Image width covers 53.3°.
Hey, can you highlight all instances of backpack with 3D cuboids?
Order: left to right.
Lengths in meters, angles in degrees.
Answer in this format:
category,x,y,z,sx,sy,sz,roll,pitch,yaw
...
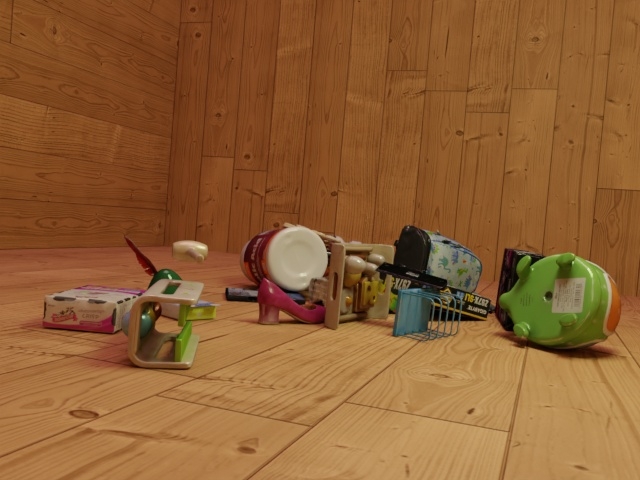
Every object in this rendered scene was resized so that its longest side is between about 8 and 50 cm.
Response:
category,x,y,z,sx,sy,sz,roll,pitch,yaw
backpack,0.476,0.112,2.577,0.273,0.290,0.355,18,3,40

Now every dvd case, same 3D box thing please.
category,x,y,z,sx,sy,sz,roll,pitch,yaw
dvd case,-0.184,0.183,2.096,0.252,0.022,0.180,5,2,-10

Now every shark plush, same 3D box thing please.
category,x,y,z,sx,sy,sz,roll,pitch,yaw
shark plush,0.570,0.241,2.219,0.161,0.073,0.067,26,12,-26

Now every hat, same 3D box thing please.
category,x,y,z,sx,sy,sz,roll,pitch,yaw
hat,-0.442,0.088,1.852,0.172,0.184,0.208,6,2,19

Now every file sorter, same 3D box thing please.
category,x,y,z,sx,sy,sz,roll,pitch,yaw
file sorter,0.277,0.191,1.635,0.104,0.118,0.170,11,5,37

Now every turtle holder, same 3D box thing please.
category,x,y,z,sx,sy,sz,roll,pitch,yaw
turtle holder,0.615,0.182,1.645,0.227,0.243,0.320,20,-46,-29

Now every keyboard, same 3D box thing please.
category,x,y,z,sx,sy,sz,roll,pitch,yaw
keyboard,0.249,0.104,1.726,0.192,0.038,0.100,17,20,23

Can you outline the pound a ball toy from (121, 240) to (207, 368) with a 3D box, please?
category,x,y,z,sx,sy,sz,roll,pitch,yaw
pound a ball toy,-0.300,0.109,1.244,0.135,0.208,0.319,5,3,-8

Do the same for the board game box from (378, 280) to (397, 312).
category,x,y,z,sx,sy,sz,roll,pitch,yaw
board game box,0.170,0.162,1.979,0.092,0.043,0.181,16,-19,42

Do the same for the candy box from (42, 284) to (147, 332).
category,x,y,z,sx,sy,sz,roll,pitch,yaw
candy box,-0.505,0.153,1.460,0.159,0.071,0.233,5,1,2

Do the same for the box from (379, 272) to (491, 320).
category,x,y,z,sx,sy,sz,roll,pitch,yaw
box,0.345,0.176,2.079,0.257,0.079,0.322,20,-7,-35

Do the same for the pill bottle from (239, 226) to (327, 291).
category,x,y,z,sx,sy,sz,roll,pitch,yaw
pill bottle,-0.150,0.069,2.323,0.224,0.224,0.392,4,-4,-24

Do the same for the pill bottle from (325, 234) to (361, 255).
category,x,y,z,sx,sy,sz,roll,pitch,yaw
pill bottle,-0.004,0.077,2.875,0.362,0.210,0.210,5,2,-6

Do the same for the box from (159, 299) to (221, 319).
category,x,y,z,sx,sy,sz,roll,pitch,yaw
box,-0.353,0.173,1.649,0.178,0.043,0.109,7,4,43

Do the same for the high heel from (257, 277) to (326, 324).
category,x,y,z,sx,sy,sz,roll,pitch,yaw
high heel,-0.064,0.158,1.694,0.244,0.117,0.082,3,2,-36

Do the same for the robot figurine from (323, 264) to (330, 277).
category,x,y,z,sx,sy,sz,roll,pitch,yaw
robot figurine,0.101,0.148,2.315,0.219,0.128,0.158,7,9,39

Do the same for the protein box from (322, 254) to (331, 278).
category,x,y,z,sx,sy,sz,roll,pitch,yaw
protein box,0.018,0.127,2.540,0.199,0.136,0.201,5,2,9

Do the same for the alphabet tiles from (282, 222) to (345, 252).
category,x,y,z,sx,sy,sz,roll,pitch,yaw
alphabet tiles,0.000,0.000,2.350,0.284,0.021,0.278,19,-12,8

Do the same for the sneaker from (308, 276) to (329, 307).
category,x,y,z,sx,sy,sz,roll,pitch,yaw
sneaker,0.071,0.165,2.039,0.146,0.102,0.293,5,2,-20

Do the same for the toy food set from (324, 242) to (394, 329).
category,x,y,z,sx,sy,sz,roll,pitch,yaw
toy food set,0.118,0.120,1.752,0.092,0.220,0.306,6,2,32

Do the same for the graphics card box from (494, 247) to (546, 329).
category,x,y,z,sx,sy,sz,roll,pitch,yaw
graphics card box,0.623,0.147,2.011,0.094,0.233,0.371,9,3,9
